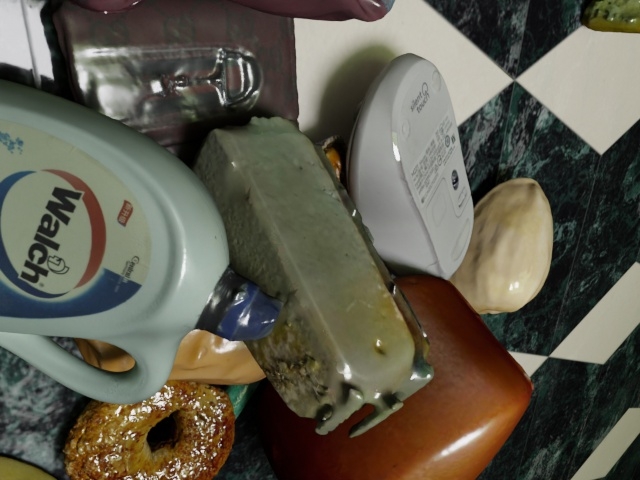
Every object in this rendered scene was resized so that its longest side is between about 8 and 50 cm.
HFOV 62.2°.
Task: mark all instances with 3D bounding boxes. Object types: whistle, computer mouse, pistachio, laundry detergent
[{"bbox_3d":[-0.095,0.179,0.693,0.039,0.039,0.186,34,89,-43],"label":"whistle"},{"bbox_3d":[0.103,-0.077,0.665,0.184,0.121,0.297,-57,134,-30],"label":"computer mouse"},{"bbox_3d":[0.289,0.013,0.854,0.157,0.157,0.230,28,80,-43],"label":"pistachio"},{"bbox_3d":[-0.169,0.021,0.407,0.280,0.105,0.215,27,105,-4],"label":"laundry detergent"}]

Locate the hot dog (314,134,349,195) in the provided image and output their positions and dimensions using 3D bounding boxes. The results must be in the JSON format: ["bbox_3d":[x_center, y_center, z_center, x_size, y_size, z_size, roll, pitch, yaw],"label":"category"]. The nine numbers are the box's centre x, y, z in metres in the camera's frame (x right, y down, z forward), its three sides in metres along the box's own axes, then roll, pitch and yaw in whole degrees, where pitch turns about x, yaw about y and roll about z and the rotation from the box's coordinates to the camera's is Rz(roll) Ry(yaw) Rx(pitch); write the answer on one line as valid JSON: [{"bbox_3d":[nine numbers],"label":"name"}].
[{"bbox_3d":[0.000,0.000,0.641,0.131,0.069,0.253,-44,140,-58],"label":"hot dog"}]

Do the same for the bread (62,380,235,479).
[{"bbox_3d":[-0.189,0.233,0.609,0.193,0.064,0.193,-9,111,-24],"label":"bread"}]

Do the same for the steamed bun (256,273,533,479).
[{"bbox_3d":[0.060,0.234,0.655,0.248,0.235,0.379,-15,145,-31],"label":"steamed bun"}]

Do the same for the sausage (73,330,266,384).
[{"bbox_3d":[-0.135,0.088,0.553,0.241,0.120,0.136,14,114,-35],"label":"sausage"}]

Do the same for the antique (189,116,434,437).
[{"bbox_3d":[-0.018,0.036,0.491,0.125,0.284,0.150,-16,155,-45],"label":"antique"}]

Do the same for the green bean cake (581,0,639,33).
[{"bbox_3d":[0.504,-0.459,0.796,0.233,0.124,0.236,-37,130,-18],"label":"green bean cake"}]

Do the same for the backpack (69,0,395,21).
[{"bbox_3d":[-0.057,-0.322,0.365,0.283,0.197,0.317,-12,117,-32],"label":"backpack"}]

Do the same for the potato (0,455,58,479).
[{"bbox_3d":[-0.332,0.323,0.499,0.158,0.178,0.203,-42,148,7],"label":"potato"}]

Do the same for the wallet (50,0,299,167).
[{"bbox_3d":[-0.118,-0.144,0.509,0.229,0.049,0.182,-21,120,-32],"label":"wallet"}]
